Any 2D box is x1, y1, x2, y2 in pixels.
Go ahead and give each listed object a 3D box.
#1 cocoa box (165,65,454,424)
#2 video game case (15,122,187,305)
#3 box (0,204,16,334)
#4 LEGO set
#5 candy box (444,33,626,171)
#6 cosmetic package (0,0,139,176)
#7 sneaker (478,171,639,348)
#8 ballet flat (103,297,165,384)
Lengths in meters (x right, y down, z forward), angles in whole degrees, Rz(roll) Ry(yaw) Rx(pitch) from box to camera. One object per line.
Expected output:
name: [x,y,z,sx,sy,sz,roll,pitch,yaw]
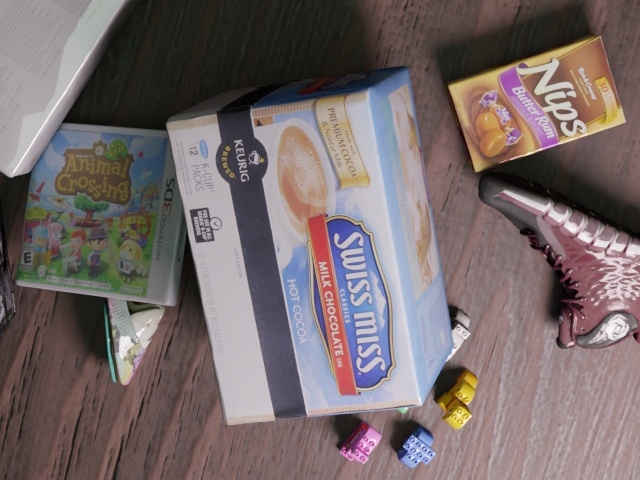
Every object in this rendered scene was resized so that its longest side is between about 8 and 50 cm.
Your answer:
cocoa box: [0.000,0.000,1.683,0.228,0.231,0.347,-7,100,16]
video game case: [-0.243,-0.033,1.725,0.212,0.023,0.193,6,86,27]
box: [-0.407,0.018,1.735,0.077,0.147,0.180,-6,101,-1]
LEGO set: [0.129,0.202,1.814,0.087,0.093,0.227,38,96,-8]
candy box: [0.249,-0.161,1.776,0.186,0.053,0.109,-19,99,0]
cosmetic package: [-0.351,-0.304,1.693,0.284,0.097,0.377,34,97,-2]
sneaker: [0.287,0.041,1.788,0.281,0.106,0.162,25,101,-7]
ballet flat: [-0.227,0.059,1.788,0.079,0.077,0.221,-12,96,-2]
